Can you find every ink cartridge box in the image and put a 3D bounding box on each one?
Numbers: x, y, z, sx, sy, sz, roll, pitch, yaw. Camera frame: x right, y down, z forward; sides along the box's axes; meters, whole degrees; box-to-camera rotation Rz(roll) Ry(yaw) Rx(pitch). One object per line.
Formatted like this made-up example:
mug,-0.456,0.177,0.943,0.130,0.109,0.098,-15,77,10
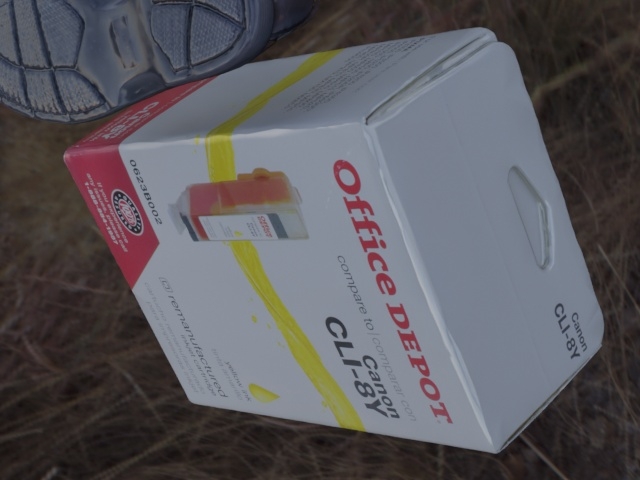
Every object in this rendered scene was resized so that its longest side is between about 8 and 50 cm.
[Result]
ink cartridge box,0.000,0.000,0.984,0.384,0.279,0.160,0,30,48

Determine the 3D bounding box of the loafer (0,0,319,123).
loafer,-0.133,-0.149,0.884,0.302,0.095,0.109,-2,101,39
